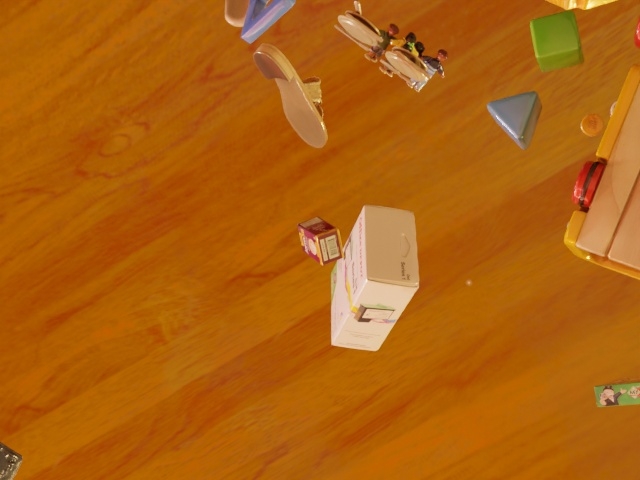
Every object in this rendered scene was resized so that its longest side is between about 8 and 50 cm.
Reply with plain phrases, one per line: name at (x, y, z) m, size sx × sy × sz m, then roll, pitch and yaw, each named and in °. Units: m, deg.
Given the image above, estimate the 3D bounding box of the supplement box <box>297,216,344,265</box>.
supplement box at (0.000, 0.000, 1.330) m, size 0.043 × 0.083 × 0.055 m, roll -20°, pitch 113°, yaw -19°

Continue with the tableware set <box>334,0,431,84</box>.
tableware set at (0.119, -0.358, 1.425) m, size 0.194 × 0.128 × 0.039 m, roll 35°, pitch 89°, yaw -11°

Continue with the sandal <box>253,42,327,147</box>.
sandal at (-0.029, -0.270, 1.397) m, size 0.088 × 0.240 × 0.079 m, roll 17°, pitch 64°, yaw 39°

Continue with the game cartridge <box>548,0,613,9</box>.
game cartridge at (0.433, -0.511, 1.404) m, size 0.285 × 0.052 × 0.324 m, roll -23°, pitch 44°, yaw -25°

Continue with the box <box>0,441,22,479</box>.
box at (-0.431, 0.207, 0.772) m, size 0.153 × 0.207 × 0.108 m, roll -6°, pitch 48°, yaw 37°

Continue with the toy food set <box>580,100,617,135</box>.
toy food set at (0.592, -0.178, 1.440) m, size 0.232 × 0.104 × 0.111 m, roll 32°, pitch 103°, yaw 14°

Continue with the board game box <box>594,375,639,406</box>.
board game box at (0.737, 0.316, 1.705) m, size 0.213 × 0.317 × 0.046 m, roll -13°, pitch 78°, yaw 29°

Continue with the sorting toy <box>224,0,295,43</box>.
sorting toy at (-0.015, -0.309, 0.772) m, size 0.047 × 0.347 × 0.196 m, roll 32°, pitch 122°, yaw -29°

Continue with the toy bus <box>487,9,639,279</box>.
toy bus at (0.225, -0.062, 0.476) m, size 0.202 × 0.104 × 0.191 m, roll -25°, pitch 74°, yaw 18°

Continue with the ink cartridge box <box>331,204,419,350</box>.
ink cartridge box at (0.112, 0.085, 1.730) m, size 0.117 × 0.278 × 0.201 m, roll 9°, pitch 52°, yaw -11°

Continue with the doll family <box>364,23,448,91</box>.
doll family at (0.197, -0.408, 1.743) m, size 0.111 × 0.193 × 0.076 m, roll -49°, pitch 45°, yaw 27°
